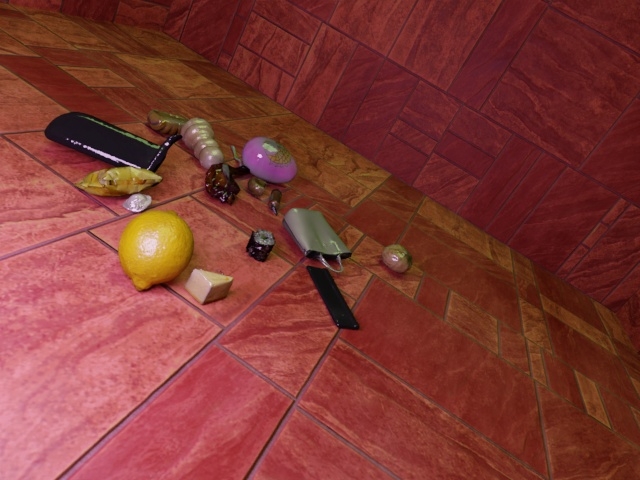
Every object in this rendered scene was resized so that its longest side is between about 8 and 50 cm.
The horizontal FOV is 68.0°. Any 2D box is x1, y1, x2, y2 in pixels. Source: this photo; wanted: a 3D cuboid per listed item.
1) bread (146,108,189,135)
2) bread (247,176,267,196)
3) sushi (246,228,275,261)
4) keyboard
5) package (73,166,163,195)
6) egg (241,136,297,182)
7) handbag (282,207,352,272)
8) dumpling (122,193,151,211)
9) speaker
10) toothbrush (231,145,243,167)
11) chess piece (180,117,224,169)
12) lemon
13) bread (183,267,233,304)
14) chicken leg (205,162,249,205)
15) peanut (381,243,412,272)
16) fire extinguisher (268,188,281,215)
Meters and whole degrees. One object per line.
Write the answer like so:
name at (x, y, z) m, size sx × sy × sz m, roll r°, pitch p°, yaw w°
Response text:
bread at (-0.664, -0.518, 2.145) m, size 0.225 × 0.081 × 0.134 m, roll 9°, pitch 29°, yaw -43°
bread at (-0.278, -0.231, 2.051) m, size 0.082 × 0.060 × 0.113 m, roll 26°, pitch 22°, yaw -9°
sushi at (-0.200, 0.016, 1.634) m, size 0.098 × 0.084 × 0.094 m, roll 17°, pitch 29°, yaw -20°
keyboard at (0.040, 0.191, 1.641) m, size 0.101 × 0.018 × 0.310 m, roll 12°, pitch 30°, yaw -32°
package at (-0.632, -0.186, 1.491) m, size 0.168 × 0.090 × 0.226 m, roll -2°, pitch 8°, yaw 32°
egg at (-0.235, -0.369, 2.207) m, size 0.271 × 0.196 × 0.196 m, roll 24°, pitch 24°, yaw -34°
handbag at (0.000, 0.000, 1.850) m, size 0.241 × 0.109 × 0.315 m, roll 4°, pitch 34°, yaw -41°
dumpling at (-0.580, -0.121, 1.507) m, size 0.076 × 0.052 × 0.057 m, roll 7°, pitch 20°, yaw -46°
speaker at (-0.691, -0.351, 1.620) m, size 0.388 × 0.184 × 0.180 m, roll 21°, pitch 3°, yaw -18°
toothbrush at (-0.402, -0.404, 2.286) m, size 0.022 × 0.026 × 0.263 m, roll 22°, pitch 25°, yaw -32°
chess piece at (-0.501, -0.409, 2.063) m, size 0.142 × 0.143 × 0.261 m, roll 5°, pitch 38°, yaw -43°
lemon at (-0.432, 0.018, 1.256) m, size 0.186 × 0.187 × 0.244 m, roll 25°, pitch 57°, yaw -12°
bread at (-0.303, 0.117, 1.321) m, size 0.080 × 0.084 × 0.109 m, roll 42°, pitch 27°, yaw 20°
chicken leg at (-0.385, -0.265, 1.963) m, size 0.158 × 0.096 × 0.407 m, roll 31°, pitch 21°, yaw -9°
peanut at (0.337, 0.078, 2.088) m, size 0.140 × 0.109 × 0.159 m, roll 42°, pitch 13°, yaw 2°
fire extinguisher at (-0.194, -0.164, 2.034) m, size 0.177 × 0.050 × 0.062 m, roll -91°, pitch 156°, yaw -61°
